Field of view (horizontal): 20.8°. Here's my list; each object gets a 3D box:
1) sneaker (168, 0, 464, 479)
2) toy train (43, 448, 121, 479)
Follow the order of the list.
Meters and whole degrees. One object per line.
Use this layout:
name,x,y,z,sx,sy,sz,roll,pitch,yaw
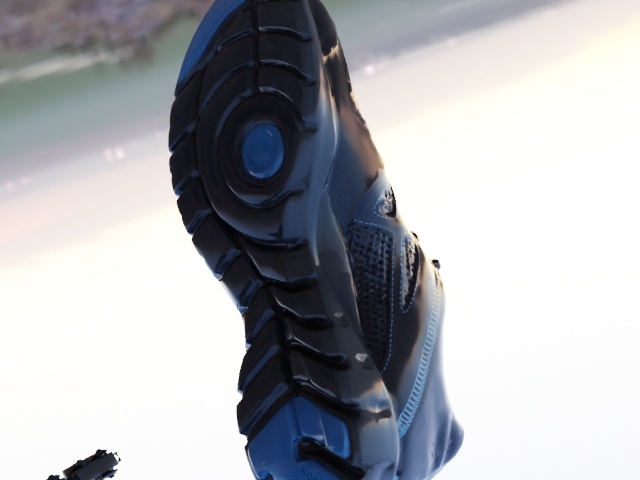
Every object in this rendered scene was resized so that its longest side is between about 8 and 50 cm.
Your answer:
sneaker,0.000,0.000,1.094,0.125,0.341,0.139,-14,172,40
toy train,-0.218,0.202,1.371,0.158,0.027,0.036,-24,171,-47
